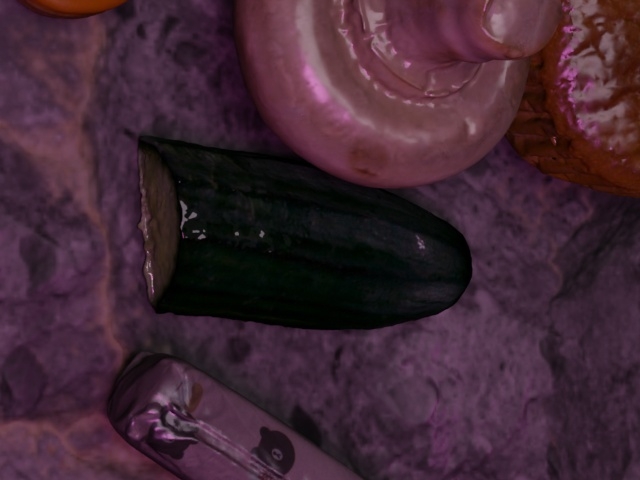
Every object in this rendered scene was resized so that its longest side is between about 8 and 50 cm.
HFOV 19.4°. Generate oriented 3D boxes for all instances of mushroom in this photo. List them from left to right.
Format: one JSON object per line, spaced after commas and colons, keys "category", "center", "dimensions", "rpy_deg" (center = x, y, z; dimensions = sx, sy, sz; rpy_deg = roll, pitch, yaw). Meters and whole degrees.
{"category": "mushroom", "center": [0.047, -0.128, 1.184], "dimensions": [0.206, 0.209, 0.206], "rpy_deg": [-5, 112, -12]}

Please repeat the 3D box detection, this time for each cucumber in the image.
{"category": "cucumber", "center": [0.000, 0.000, 1.221], "dimensions": [0.244, 0.063, 0.115], "rpy_deg": [6, 84, -28]}

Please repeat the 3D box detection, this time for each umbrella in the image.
{"category": "umbrella", "center": [0.009, 0.179, 1.203], "dimensions": [0.337, 0.073, 0.067], "rpy_deg": [36, 90, -21]}

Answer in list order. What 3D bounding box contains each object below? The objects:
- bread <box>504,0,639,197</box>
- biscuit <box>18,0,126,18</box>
{"category": "bread", "center": [0.237, -0.142, 1.311], "dimensions": [0.253, 0.142, 0.227], "rpy_deg": [7, 90, -29]}
{"category": "biscuit", "center": [-0.156, -0.229, 1.162], "dimensions": [0.170, 0.050, 0.170], "rpy_deg": [2, 85, -28]}
